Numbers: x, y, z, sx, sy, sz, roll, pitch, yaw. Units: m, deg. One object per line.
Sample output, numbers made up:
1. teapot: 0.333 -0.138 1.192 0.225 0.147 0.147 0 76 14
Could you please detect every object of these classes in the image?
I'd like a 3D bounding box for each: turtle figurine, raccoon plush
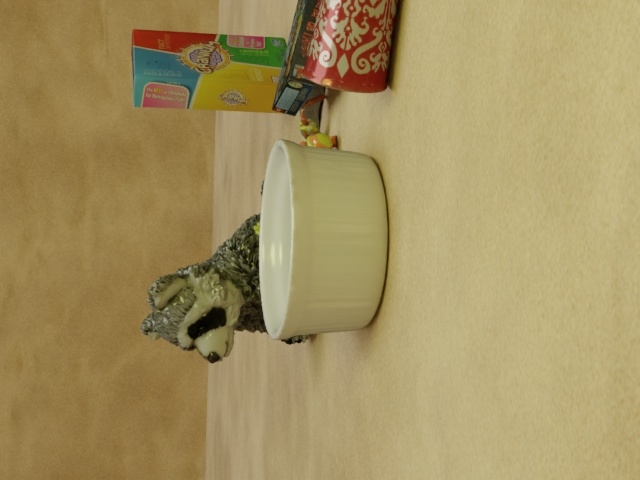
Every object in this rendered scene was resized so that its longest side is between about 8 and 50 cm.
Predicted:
1. turtle figurine: -0.027 -0.107 1.705 0.269 0.087 0.217 -83 18 -51
2. raccoon plush: -0.169 0.032 1.857 0.446 0.299 0.216 -104 19 -52

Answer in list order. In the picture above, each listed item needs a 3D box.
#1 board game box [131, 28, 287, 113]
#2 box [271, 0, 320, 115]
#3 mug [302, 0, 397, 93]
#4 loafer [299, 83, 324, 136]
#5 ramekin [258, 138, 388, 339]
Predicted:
1. board game box: -0.216 -0.339 2.082 0.242 0.316 0.064 -107 22 -55
2. box: -0.021 -0.335 1.684 0.159 0.044 0.233 136 147 -74
3. mug: 0.041 -0.294 1.353 0.150 0.113 0.169 -115 32 -62
4. loafer: -0.019 -0.239 1.799 0.039 0.045 0.125 -95 9 -58
5. ramekin: 0.000 0.000 1.451 0.277 0.135 0.277 -178 90 -78
